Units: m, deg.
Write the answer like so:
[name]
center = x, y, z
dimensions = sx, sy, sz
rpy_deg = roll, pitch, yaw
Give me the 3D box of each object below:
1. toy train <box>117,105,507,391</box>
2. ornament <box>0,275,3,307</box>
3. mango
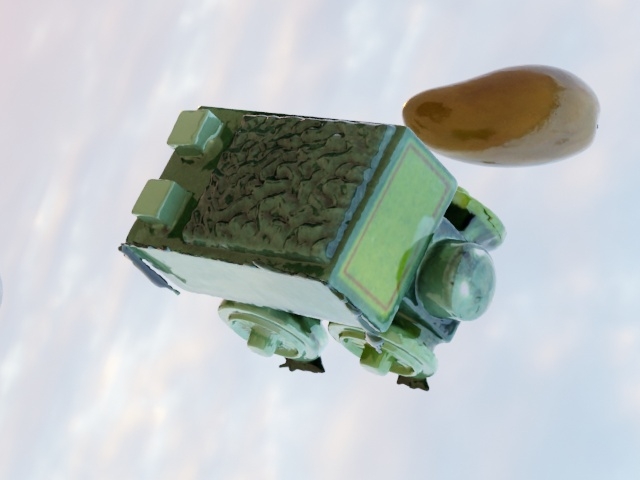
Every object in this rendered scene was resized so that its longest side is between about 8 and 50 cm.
[toy train]
center = 0.000, 0.000, 1.252
dimensions = 0.271, 0.188, 0.159
rpy_deg = 9, -115, 46
[ornament]
center = -0.404, 0.049, 1.712
dimensions = 0.177, 0.177, 0.177
rpy_deg = -52, -154, 40
[mango]
center = 0.168, -0.115, 1.602
dimensions = 0.085, 0.184, 0.102
rpy_deg = 94, -6, -48
